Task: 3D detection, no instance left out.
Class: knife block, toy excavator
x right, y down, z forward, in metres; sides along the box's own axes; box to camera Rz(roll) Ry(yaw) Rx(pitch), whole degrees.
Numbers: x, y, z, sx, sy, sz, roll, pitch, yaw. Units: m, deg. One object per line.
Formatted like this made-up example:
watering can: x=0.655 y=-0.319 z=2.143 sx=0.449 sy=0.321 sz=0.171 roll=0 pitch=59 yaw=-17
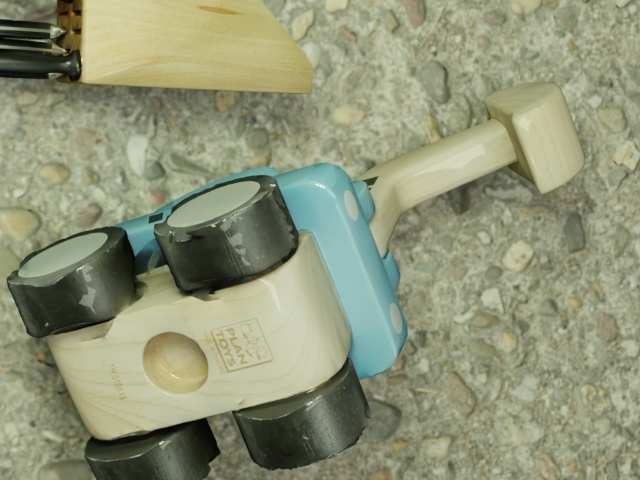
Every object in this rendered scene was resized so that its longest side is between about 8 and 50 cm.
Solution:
knife block: x=-0.176 y=-0.164 z=1.421 sx=0.242 sy=0.088 sz=0.275 roll=-46 pitch=112 yaw=-12
toy excavator: x=0.000 y=0.000 z=1.464 sx=0.433 sy=0.445 sz=0.222 roll=-16 pitch=108 yaw=21
